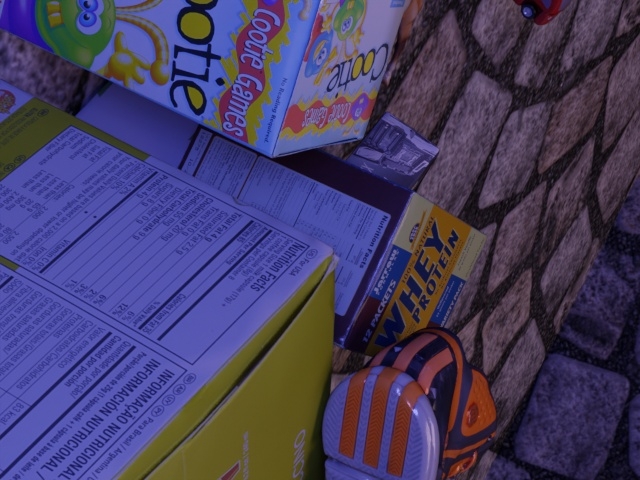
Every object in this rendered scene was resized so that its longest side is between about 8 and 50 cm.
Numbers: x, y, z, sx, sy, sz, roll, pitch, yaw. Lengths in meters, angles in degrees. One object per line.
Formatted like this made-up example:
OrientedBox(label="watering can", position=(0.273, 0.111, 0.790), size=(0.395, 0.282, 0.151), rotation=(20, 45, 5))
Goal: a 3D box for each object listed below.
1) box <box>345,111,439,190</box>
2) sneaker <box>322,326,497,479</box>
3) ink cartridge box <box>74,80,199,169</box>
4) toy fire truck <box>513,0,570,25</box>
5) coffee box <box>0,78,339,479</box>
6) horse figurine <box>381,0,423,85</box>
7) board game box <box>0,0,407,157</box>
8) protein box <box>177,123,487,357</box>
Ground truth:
OrientedBox(label="box", position=(-0.013, 0.036, 1.786), size=(0.307, 0.076, 0.242), rotation=(-51, 175, -29))
OrientedBox(label="sneaker", position=(0.071, 0.216, 1.353), size=(0.180, 0.125, 0.321), rotation=(-33, 142, -56))
OrientedBox(label="ink cartridge box", position=(-0.132, -0.024, 1.515), size=(0.201, 0.117, 0.278), rotation=(-51, 154, -28))
OrientedBox(label="toy fire truck", position=(0.232, -0.354, 1.926), size=(0.047, 0.192, 0.135), rotation=(-42, 177, -40))
OrientedBox(label="coffee box", position=(-0.214, 0.152, 1.245), size=(0.338, 0.334, 0.337), rotation=(-46, 151, -37))
OrientedBox(label="horse figurine", position=(0.052, -0.241, 1.753), size=(0.263, 0.066, 0.174), rotation=(-17, 135, -63))
OrientedBox(label="board game box", position=(-0.094, -0.183, 1.230), size=(0.144, 0.275, 0.142), rotation=(-18, 129, -60))
OrientedBox(label="protein box", position=(0.000, 0.000, 1.410), size=(0.136, 0.201, 0.200), rotation=(-65, 156, 0))
